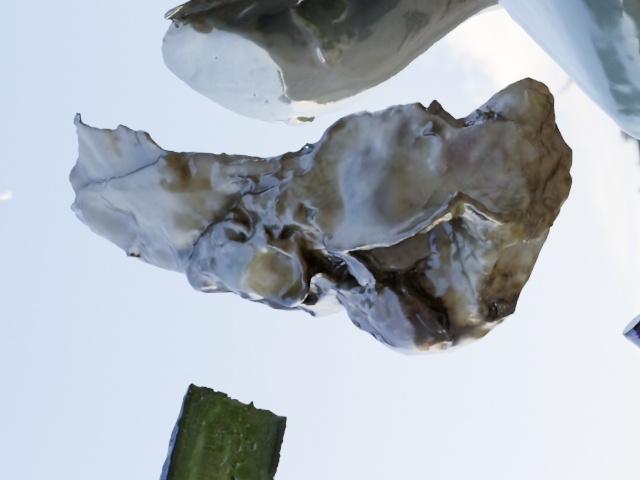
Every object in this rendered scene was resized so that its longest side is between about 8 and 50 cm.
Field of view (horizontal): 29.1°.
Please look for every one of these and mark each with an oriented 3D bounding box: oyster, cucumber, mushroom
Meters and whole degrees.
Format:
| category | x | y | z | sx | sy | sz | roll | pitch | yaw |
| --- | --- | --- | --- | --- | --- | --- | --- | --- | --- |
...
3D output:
| category | x | y | z | sx | sy | sz | roll | pitch | yaw |
| --- | --- | --- | --- | --- | --- | --- | --- | --- | --- |
| oyster | -0.002 | -0.002 | 0.534 | 0.161 | 0.232 | 0.107 | 5 | -101 | -52 |
| cucumber | -0.077 | 0.200 | 0.788 | 0.062 | 0.078 | 0.211 | 110 | 174 | -55 |
| mushroom | 0.062 | -0.166 | 0.779 | 0.109 | 0.351 | 0.097 | 54 | 155 | 19 |

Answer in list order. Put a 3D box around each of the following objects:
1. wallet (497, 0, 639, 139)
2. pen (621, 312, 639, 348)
| category | x | y | z | sx | sy | sz | roll | pitch | yaw |
| --- | --- | --- | --- | --- | --- | --- | --- | --- | --- |
| wallet | 0.064 | -0.230 | 0.542 | 0.360 | 0.083 | 0.252 | 59 | -175 | -34 |
| pen | 0.410 | 0.163 | 1.215 | 0.269 | 0.033 | 0.033 | 38 | -143 | -2 |
